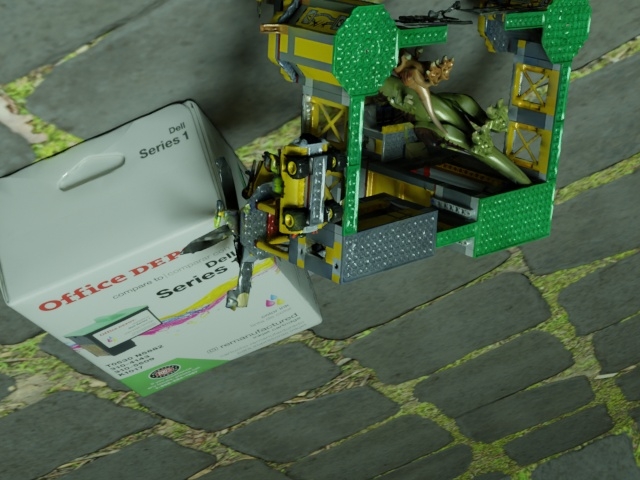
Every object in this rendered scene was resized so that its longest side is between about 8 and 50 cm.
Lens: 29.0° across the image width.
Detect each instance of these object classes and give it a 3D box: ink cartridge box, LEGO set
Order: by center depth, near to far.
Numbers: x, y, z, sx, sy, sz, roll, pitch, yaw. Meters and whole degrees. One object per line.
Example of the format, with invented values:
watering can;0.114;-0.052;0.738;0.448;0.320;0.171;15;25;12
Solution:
LEGO set;0.039;-0.100;0.949;0.331;0.192;0.255;-24;121;-38
ink cartridge box;-0.140;0.019;1.104;0.201;0.117;0.278;-23;153;7

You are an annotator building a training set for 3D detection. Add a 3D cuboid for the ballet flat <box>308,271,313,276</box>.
ballet flat;0.000;0.000;1.257;0.041;0.041;0.114;3;145;-38
